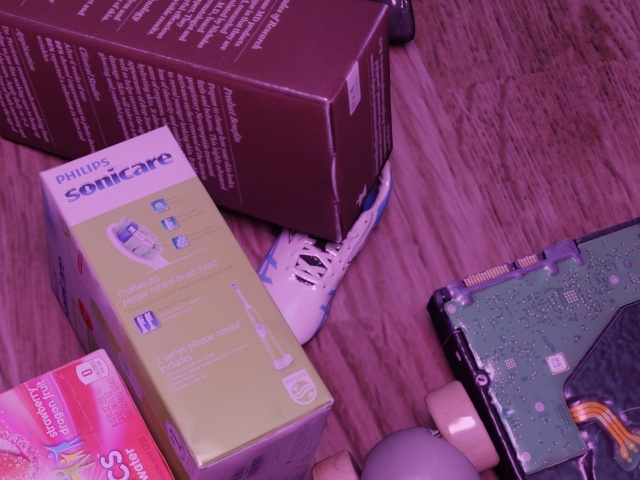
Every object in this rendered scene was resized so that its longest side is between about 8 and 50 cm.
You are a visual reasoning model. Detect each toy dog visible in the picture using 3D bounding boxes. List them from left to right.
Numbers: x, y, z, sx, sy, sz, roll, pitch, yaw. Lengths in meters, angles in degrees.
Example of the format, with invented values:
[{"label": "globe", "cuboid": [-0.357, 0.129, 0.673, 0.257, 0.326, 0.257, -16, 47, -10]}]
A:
[{"label": "toy dog", "cuboid": [0.092, 0.240, 0.902, 0.161, 0.220, 0.333, 59, 21, -7]}]

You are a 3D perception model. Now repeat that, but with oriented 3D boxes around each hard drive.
[{"label": "hard drive", "cuboid": [0.267, 0.164, 1.056, 0.237, 0.064, 0.339, -19, 73, -13]}]

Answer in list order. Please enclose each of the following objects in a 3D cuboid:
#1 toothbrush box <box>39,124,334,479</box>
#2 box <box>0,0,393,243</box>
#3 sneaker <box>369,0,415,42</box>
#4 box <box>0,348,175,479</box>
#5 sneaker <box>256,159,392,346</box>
[{"label": "toothbrush box", "cuboid": [-0.121, 0.083, 0.983, 0.122, 0.206, 0.283, -23, 67, -21]}, {"label": "box", "cuboid": [-0.131, -0.152, 1.079, 0.381, 0.191, 0.143, 19, 56, 18]}, {"label": "sneaker", "cuboid": [-0.004, -0.339, 1.321, 0.146, 0.122, 0.330, -25, 67, -3]}, {"label": "box", "cuboid": [-0.172, 0.261, 0.904, 0.154, 0.142, 0.300, -24, 66, -22]}, {"label": "sneaker", "cuboid": [0.000, 0.000, 1.125, 0.085, 0.086, 0.237, 26, 60, 3]}]
